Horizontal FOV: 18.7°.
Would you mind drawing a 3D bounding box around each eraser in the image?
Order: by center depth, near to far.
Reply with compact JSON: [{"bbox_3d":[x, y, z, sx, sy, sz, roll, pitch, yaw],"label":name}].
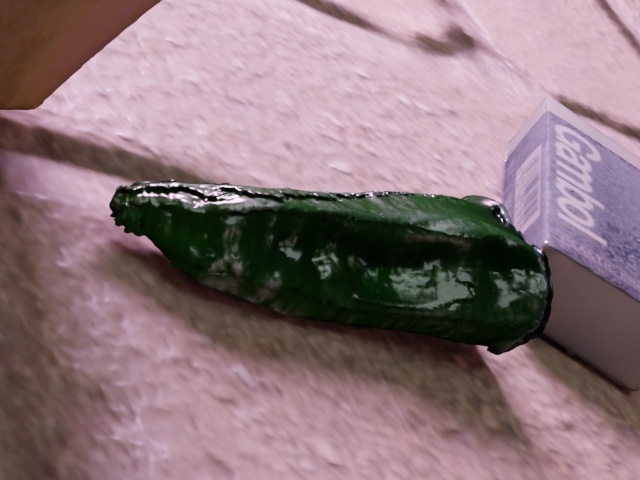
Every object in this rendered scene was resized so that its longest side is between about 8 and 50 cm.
[{"bbox_3d":[0.147,-0.006,1.075,0.092,0.046,0.212,33,25,-10],"label":"eraser"}]

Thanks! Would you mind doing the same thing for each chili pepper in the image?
[{"bbox_3d":[0.000,0.000,0.870,0.227,0.059,0.088,11,31,-37],"label":"chili pepper"}]

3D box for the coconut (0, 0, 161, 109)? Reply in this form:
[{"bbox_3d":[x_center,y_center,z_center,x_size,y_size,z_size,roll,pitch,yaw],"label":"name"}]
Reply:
[{"bbox_3d":[-0.147,-0.170,0.765,0.259,0.259,0.259,30,26,-16],"label":"coconut"}]
